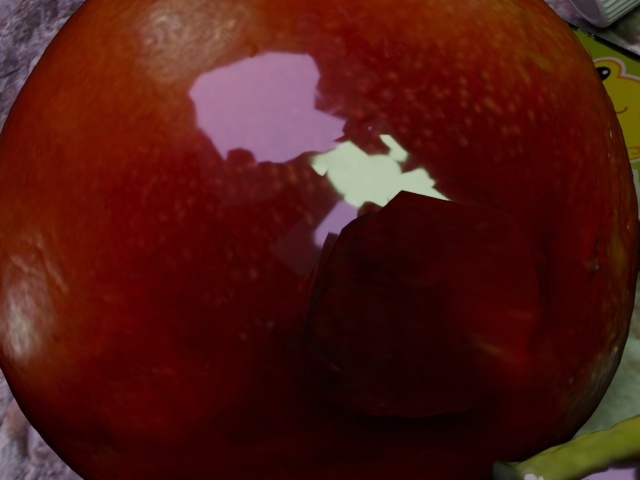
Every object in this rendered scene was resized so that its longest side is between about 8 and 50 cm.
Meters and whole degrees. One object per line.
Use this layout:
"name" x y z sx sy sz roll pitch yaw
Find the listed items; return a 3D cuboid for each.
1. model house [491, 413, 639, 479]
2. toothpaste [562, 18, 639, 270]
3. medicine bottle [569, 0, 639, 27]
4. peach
"model house" 0.229 0.158 0.541 0.234 0.174 0.193 -24 37 -3
"toothpaste" 0.205 -0.065 0.841 0.110 0.077 0.327 -41 39 -5
"medicine bottle" 0.287 -0.255 0.974 0.203 0.083 0.083 -36 38 -1
"peach" 0.000 0.000 0.697 0.388 0.388 0.388 -20 41 18
